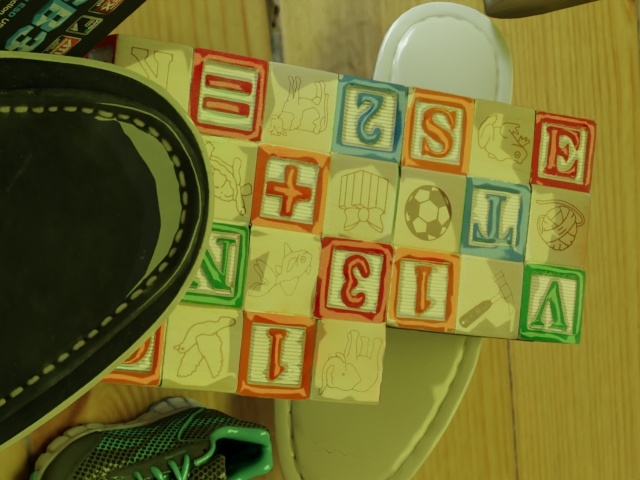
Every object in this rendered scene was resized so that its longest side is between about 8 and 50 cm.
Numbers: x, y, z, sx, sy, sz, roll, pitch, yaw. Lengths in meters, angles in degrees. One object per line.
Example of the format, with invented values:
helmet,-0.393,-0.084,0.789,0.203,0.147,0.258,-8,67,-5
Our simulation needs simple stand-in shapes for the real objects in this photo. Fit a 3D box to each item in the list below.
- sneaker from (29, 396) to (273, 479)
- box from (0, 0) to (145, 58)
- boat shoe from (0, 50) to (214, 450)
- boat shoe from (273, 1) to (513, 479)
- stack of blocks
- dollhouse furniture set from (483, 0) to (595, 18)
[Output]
sneaker,-0.088,0.125,1.019,0.166,0.076,0.065,-26,113,-51
box,-0.131,-0.178,0.752,0.293,0.295,0.073,2,56,-56
boat shoe,-0.207,0.032,0.720,0.500,0.156,0.187,-18,100,-46
boat shoe,0.043,0.017,1.170,0.097,0.116,0.324,116,-13,-75
stack of blocks,0.000,0.000,1.018,0.297,0.087,0.171,7,87,-29
dollhouse furniture set,0.037,-0.321,1.034,0.394,0.256,0.362,6,73,-71
